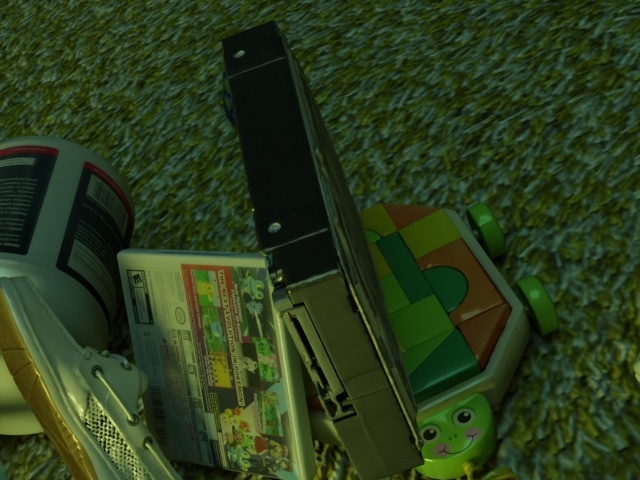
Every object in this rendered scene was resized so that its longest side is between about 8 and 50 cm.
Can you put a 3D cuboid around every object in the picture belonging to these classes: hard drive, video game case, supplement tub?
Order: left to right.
[{"bbox_3d":[-0.302,0.041,1.261,0.191,0.191,0.272,-12,42,14],"label":"supplement tub"},{"bbox_3d":[-0.093,0.107,1.084,0.183,0.201,0.023,2,16,37],"label":"video game case"},{"bbox_3d":[0.000,0.000,1.022,0.064,0.237,0.339,-19,40,6],"label":"hard drive"}]

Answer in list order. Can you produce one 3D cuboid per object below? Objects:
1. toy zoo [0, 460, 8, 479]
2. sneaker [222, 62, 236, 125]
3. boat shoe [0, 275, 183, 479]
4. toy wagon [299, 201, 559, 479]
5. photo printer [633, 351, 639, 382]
[{"bbox_3d":[-0.404,0.206,1.152,0.293,0.192,0.030,10,11,31],"label":"toy zoo"},{"bbox_3d":[-0.069,-0.169,1.484,0.078,0.067,0.188,-14,35,-21],"label":"sneaker"},{"bbox_3d":[-0.198,0.142,1.087,0.096,0.277,0.098,-30,3,-25],"label":"boat shoe"},{"bbox_3d":[0.078,0.096,1.114,0.267,0.068,0.344,-26,40,-1],"label":"toy wagon"},{"bbox_3d":[0.407,0.077,0.862,0.307,0.107,0.256,32,60,6],"label":"photo printer"}]
